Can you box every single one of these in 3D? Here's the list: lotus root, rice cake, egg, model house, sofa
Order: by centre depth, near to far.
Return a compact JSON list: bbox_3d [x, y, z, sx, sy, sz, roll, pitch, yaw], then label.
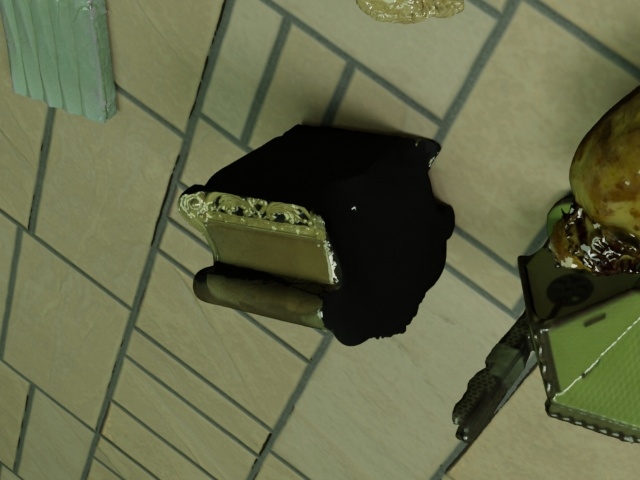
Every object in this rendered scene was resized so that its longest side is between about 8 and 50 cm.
[{"bbox_3d":[0.330,-0.071,1.178,0.169,0.141,0.314,42,135,-5],"label":"lotus root"},{"bbox_3d":[0.071,-0.258,1.241,0.140,0.116,0.118,43,167,-26],"label":"egg"},{"bbox_3d":[0.269,0.126,1.324,0.218,0.279,0.205,13,137,35],"label":"model house"},{"bbox_3d":[0.000,0.000,1.459,0.200,0.258,0.182,11,121,34],"label":"sofa"},{"bbox_3d":[-0.332,-0.247,1.690,0.189,0.037,0.198,20,138,27],"label":"rice cake"}]
